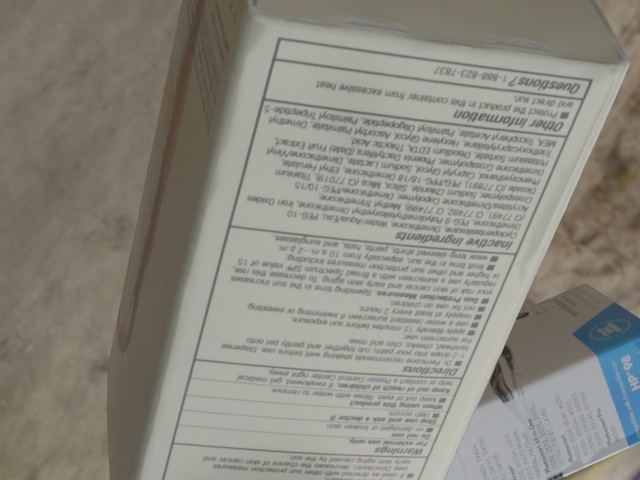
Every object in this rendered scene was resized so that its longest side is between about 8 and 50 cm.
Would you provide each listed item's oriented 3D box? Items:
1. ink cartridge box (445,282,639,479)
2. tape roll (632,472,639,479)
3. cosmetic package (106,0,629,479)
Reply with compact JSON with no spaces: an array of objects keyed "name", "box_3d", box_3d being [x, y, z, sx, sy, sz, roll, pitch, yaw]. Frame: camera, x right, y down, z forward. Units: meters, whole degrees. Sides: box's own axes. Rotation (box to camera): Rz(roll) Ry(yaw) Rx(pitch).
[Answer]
[{"name":"ink cartridge box","box_3d":[0.095,0.095,0.785,0.180,0.060,0.104,-23,-165,-5]},{"name":"tape roll","box_3d":[0.290,0.249,0.962,0.274,0.090,0.275,-16,122,-27]},{"name":"cosmetic package","box_3d":[0.000,0.000,0.625,0.153,0.129,0.296,6,129,-17]}]
